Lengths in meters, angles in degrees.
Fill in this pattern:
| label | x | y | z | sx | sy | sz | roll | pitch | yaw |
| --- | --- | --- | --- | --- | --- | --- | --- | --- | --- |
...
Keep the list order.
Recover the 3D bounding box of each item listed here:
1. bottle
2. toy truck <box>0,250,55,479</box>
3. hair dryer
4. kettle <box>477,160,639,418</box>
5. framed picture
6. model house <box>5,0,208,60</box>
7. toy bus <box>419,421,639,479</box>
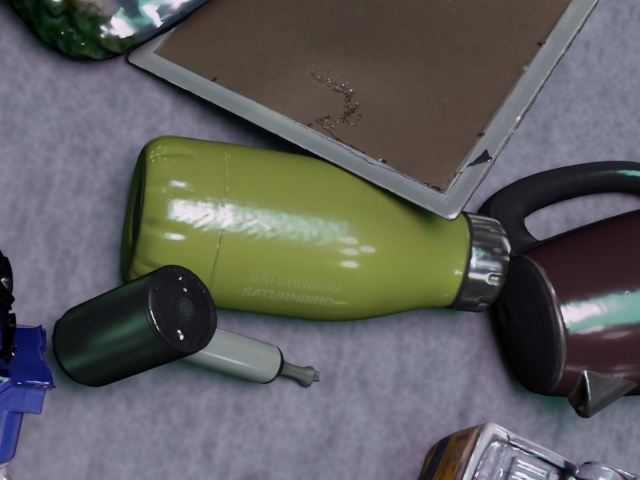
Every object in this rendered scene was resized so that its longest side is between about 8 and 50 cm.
| label | x | y | z | sx | sy | sz | roll | pitch | yaw |
| --- | --- | --- | --- | --- | --- | --- | --- | --- | --- |
| bottle | 0.000 | 0.000 | 0.852 | 0.260 | 0.112 | 0.112 | 9 | 78 | -16 |
| toy truck | -0.273 | 0.079 | 0.747 | 0.213 | 0.161 | 0.177 | 9 | 101 | -16 |
| hair dryer | -0.072 | 0.076 | 0.824 | 0.197 | 0.100 | 0.057 | 23 | 55 | -43 |
| kettle | 0.239 | 0.023 | 0.914 | 0.232 | 0.144 | 0.202 | -8 | 63 | -16 |
| framed picture | 0.031 | -0.150 | 0.874 | 0.273 | 0.016 | 0.216 | 28 | 70 | 21 |
| model house | -0.119 | -0.281 | 0.750 | 0.298 | 0.284 | 0.243 | -39 | 92 | -5 |
| toy bus | 0.227 | 0.243 | 0.863 | 0.342 | 0.138 | 0.097 | 28 | 67 | -10 |
